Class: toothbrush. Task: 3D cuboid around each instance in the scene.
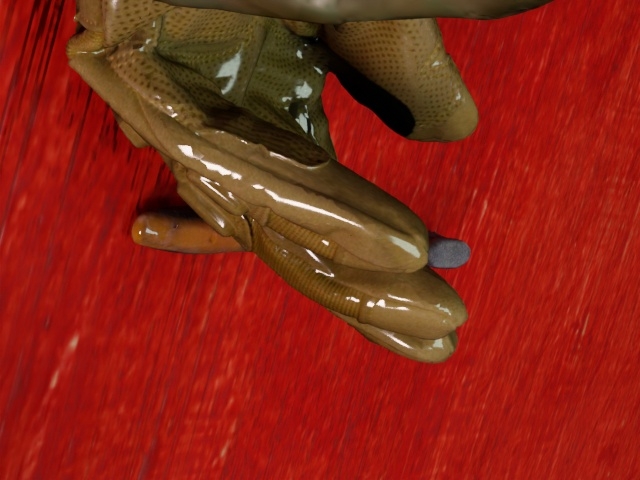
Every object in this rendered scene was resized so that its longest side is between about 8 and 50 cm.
[{"bbox_3d":[0.002,0.001,0.822,0.321,0.031,0.023,4,103,-60],"label":"toothbrush"}]

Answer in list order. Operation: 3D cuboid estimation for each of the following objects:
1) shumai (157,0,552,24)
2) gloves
[{"bbox_3d":[-0.007,-0.287,0.394,0.348,0.395,0.395,-71,160,-48],"label":"shumai"},{"bbox_3d":[-0.022,-0.088,0.621,0.154,0.141,0.331,-74,155,-56],"label":"gloves"}]
